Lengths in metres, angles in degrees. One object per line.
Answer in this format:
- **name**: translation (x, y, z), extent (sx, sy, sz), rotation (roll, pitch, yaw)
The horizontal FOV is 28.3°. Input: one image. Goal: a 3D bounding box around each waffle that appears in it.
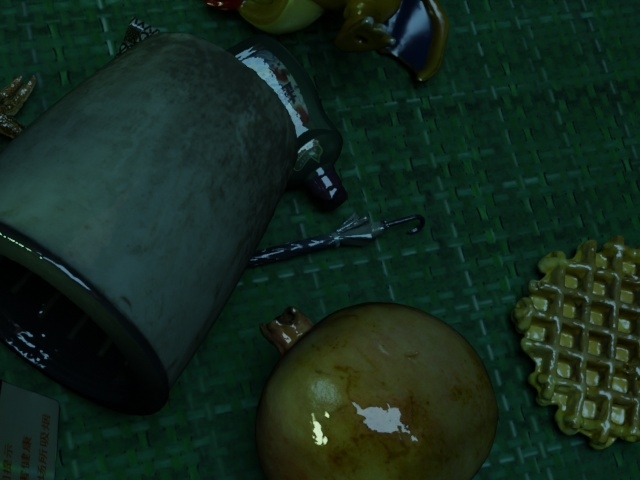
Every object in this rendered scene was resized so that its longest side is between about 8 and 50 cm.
- **waffle**: translation (0.354, 0.117, 1.528), extent (0.253, 0.056, 0.249), rotation (-18, 77, -21)

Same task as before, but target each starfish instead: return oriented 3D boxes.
- **starfish**: translation (-0.378, -0.129, 1.425), extent (0.130, 0.041, 0.133), rotation (-4, 72, -15)

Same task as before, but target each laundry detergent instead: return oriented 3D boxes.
- **laundry detergent**: translation (-0.054, -0.123, 1.493), extent (0.144, 0.078, 0.221), rotation (-32, 85, -7)

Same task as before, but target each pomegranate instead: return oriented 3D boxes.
- **pomegranate**: translation (0.044, 0.173, 1.331), extent (0.252, 0.229, 0.270), rotation (-37, 78, -24)

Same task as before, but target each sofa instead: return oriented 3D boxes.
- **sofa**: translation (-0.230, -0.196, 1.478), extent (0.039, 0.060, 0.118), rotation (25, 66, -9)

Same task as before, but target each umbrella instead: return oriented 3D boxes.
- **umbrella**: translation (0.001, -0.004, 1.484), extent (0.269, 0.044, 0.044), rotation (-12, 44, -19)

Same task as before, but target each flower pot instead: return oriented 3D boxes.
- **flower pot**: translation (-0.190, -0.033, 1.310), extent (0.294, 0.293, 0.330), rotation (37, 64, 0)

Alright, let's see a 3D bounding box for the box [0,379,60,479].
- **box**: translation (-0.356, 0.215, 1.169), extent (0.084, 0.310, 0.198), rotation (-7, 69, 18)

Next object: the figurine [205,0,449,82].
- **figurine**: translation (0.016, -0.419, 1.516), extent (0.401, 0.268, 0.387), rotation (21, 69, -2)
